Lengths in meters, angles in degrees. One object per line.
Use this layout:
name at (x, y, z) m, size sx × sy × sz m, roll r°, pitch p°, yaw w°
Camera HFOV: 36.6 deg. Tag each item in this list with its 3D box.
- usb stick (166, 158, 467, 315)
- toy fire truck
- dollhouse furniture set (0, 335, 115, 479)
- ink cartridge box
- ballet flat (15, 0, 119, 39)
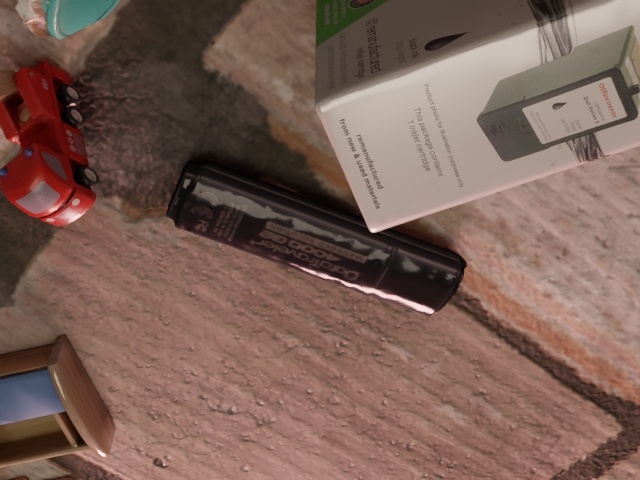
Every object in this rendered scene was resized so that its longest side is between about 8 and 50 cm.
usb stick at (0.000, 0.000, 0.880) m, size 0.278 × 0.045 × 0.077 m, roll 20°, pitch 130°, yaw -14°
toy fire truck at (-0.247, -0.112, 0.744) m, size 0.047 × 0.192 × 0.135 m, roll -32°, pitch 148°, yaw 21°
dollhouse furniture set at (-0.321, 0.293, 0.925) m, size 0.198 × 0.303 × 0.286 m, roll -12°, pitch 124°, yaw 9°
ink cartridge box at (0.141, -0.138, 0.690) m, size 0.272 × 0.198 × 0.115 m, roll -18°, pitch 122°, yaw 12°
ballet flat at (-0.125, -0.332, 0.618) m, size 0.147 × 0.147 × 0.409 m, roll 25°, pitch 118°, yaw -17°
